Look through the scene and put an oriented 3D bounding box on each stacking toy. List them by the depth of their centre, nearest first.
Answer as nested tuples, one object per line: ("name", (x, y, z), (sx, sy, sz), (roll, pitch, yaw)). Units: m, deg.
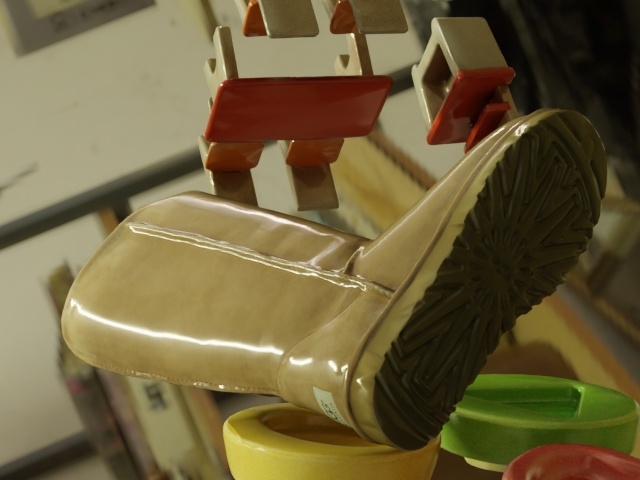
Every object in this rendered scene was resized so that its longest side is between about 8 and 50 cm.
("stacking toy", (0.126, 0.171, 0.897), (0.309, 0.279, 0.130), (9, 100, 39))

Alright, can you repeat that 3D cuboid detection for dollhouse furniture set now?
("dollhouse furniture set", (0.032, -0.115, 1.366), (0.262, 0.259, 0.135), (112, 149, -55))

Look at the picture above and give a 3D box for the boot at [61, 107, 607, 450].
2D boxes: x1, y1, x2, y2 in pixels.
("boot", (0.000, 0.000, 0.934), (0.269, 0.236, 0.089), (12, 141, 47))
